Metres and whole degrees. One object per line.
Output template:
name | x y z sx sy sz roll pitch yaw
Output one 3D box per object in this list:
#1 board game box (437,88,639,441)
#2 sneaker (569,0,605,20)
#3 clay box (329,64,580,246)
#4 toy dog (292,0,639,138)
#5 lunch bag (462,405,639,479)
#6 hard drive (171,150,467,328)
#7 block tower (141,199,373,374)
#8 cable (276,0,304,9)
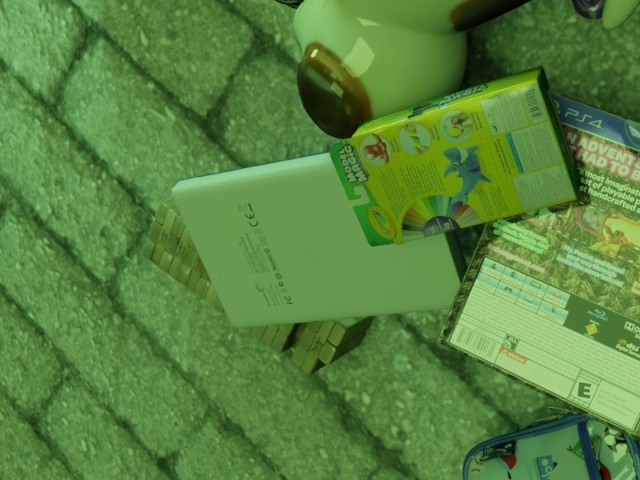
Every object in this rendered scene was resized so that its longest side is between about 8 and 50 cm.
board game box | 0.297 0.022 0.964 0.232 0.141 0.291 25 100 22
sneaker | 0.293 -0.319 0.964 0.068 0.071 0.170 12 107 27
clay box | 0.130 -0.077 0.910 0.222 0.053 0.127 -14 112 27
toy dog | 0.125 -0.288 0.965 0.395 0.284 0.408 46 129 13
lunch bag | 0.304 0.341 1.049 0.243 0.115 0.304 -24 71 34
hard drive | 0.000 0.000 1.083 0.318 0.040 0.210 -8 118 27
block tower | -0.096 0.054 1.255 0.335 0.097 0.091 33 115 20
cable | -0.028 -0.365 1.113 0.150 0.047 0.185 -10 113 -6
